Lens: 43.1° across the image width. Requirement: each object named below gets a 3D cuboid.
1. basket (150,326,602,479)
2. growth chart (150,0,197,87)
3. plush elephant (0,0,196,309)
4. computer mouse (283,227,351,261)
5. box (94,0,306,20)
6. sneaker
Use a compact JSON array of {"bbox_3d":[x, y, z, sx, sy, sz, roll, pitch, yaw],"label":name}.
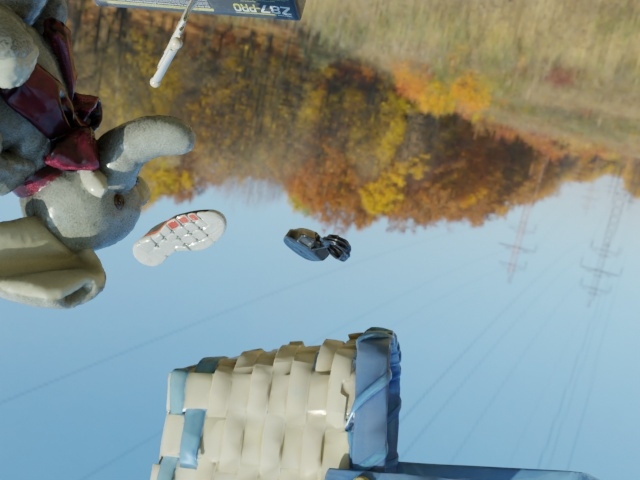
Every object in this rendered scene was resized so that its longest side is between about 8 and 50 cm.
[{"bbox_3d":[0.049,0.166,0.554,0.289,0.201,0.255,-3,164,10],"label":"basket"},{"bbox_3d":[-0.190,-0.346,1.194,0.021,0.237,0.172,26,166,-16],"label":"growth chart"},{"bbox_3d":[-0.247,-0.092,0.754,0.255,0.330,0.272,35,-150,-27],"label":"plush elephant"},{"bbox_3d":[0.000,0.000,1.251,0.071,0.041,0.242,38,168,-15],"label":"computer mouse"},{"bbox_3d":[-0.236,-0.495,1.315,0.395,0.097,0.318,7,159,12],"label":"box"},{"bbox_3d":[-0.199,-0.018,1.154,0.158,0.061,0.065,-19,-151,24],"label":"sneaker"}]
